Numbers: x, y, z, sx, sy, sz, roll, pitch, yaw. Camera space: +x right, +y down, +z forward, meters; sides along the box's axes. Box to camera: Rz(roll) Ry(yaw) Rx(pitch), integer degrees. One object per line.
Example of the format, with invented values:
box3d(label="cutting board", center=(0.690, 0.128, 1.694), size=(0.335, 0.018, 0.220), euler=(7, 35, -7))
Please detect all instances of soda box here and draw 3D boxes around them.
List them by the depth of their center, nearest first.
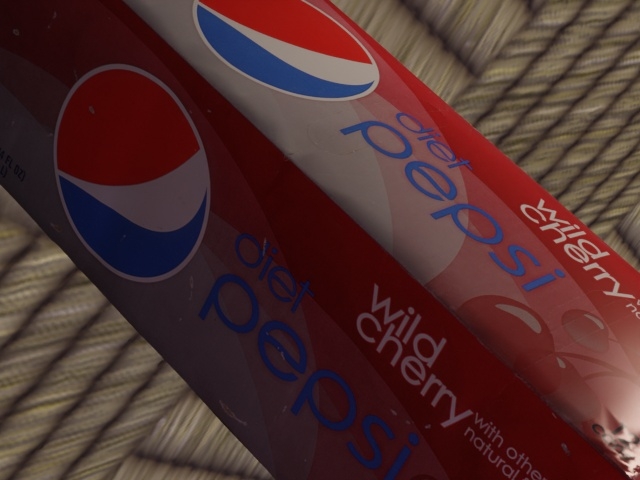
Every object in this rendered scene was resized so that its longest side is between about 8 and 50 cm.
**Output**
box3d(label="soda box", center=(0.000, 0.000, 0.538), size=(0.083, 0.263, 0.092), euler=(-18, 145, -48))
